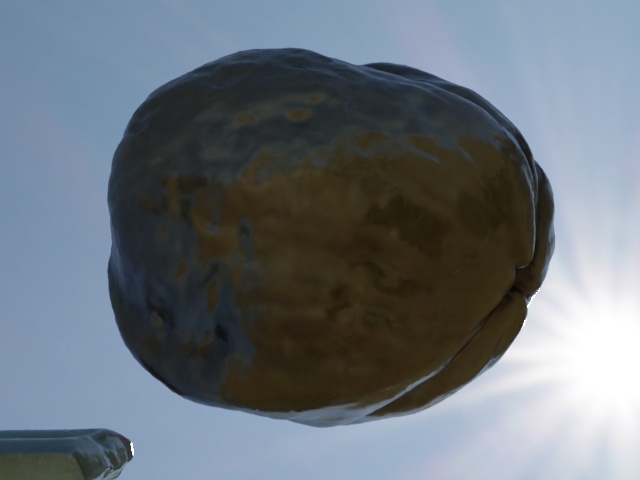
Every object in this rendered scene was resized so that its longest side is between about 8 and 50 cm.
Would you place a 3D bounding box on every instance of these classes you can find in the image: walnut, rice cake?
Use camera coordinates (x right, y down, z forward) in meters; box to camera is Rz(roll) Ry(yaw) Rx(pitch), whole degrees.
[{"bbox_3d":[0.000,0.000,0.868,0.283,0.283,0.227,-37,-39,-7],"label":"walnut"},{"bbox_3d":[-0.240,0.150,0.930,0.222,0.080,0.042,-6,-84,17],"label":"rice cake"}]
